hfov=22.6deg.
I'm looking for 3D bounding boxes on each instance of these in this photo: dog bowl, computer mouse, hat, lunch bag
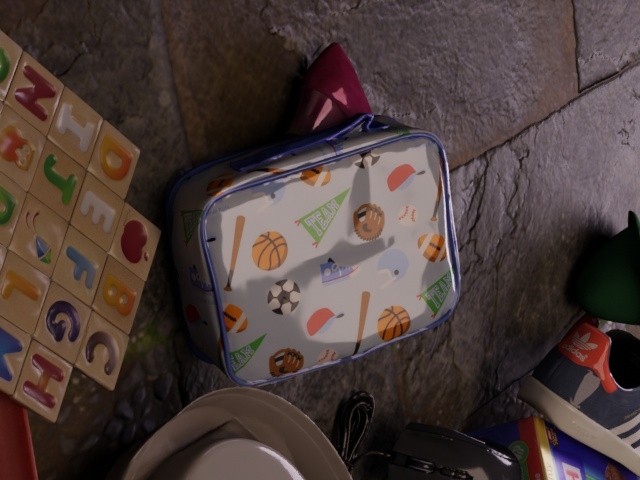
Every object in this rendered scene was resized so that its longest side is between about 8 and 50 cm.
[{"bbox_3d":[-0.085,0.323,1.572,0.349,0.102,0.349,29,51,-44],"label":"dog bowl"},{"bbox_3d":[0.120,0.297,1.849,0.262,0.060,0.184,23,82,-23],"label":"computer mouse"},{"bbox_3d":[0.348,0.067,2.150,0.208,0.183,0.173,-91,170,-60],"label":"hat"},{"bbox_3d":[0.000,0.000,1.628,0.303,0.115,0.243,-19,111,-24],"label":"lunch bag"}]

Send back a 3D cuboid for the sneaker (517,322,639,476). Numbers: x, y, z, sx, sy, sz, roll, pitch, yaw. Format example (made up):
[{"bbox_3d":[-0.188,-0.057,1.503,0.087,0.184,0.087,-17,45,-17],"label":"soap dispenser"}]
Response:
[{"bbox_3d":[0.390,0.203,2.076,0.148,0.131,0.350,-56,146,2],"label":"sneaker"}]

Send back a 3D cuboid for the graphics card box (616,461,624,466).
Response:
[{"bbox_3d":[0.501,0.421,2.343,0.233,0.094,0.371,22,83,-48],"label":"graphics card box"}]

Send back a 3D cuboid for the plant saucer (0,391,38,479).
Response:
[{"bbox_3d":[-0.337,0.147,1.289,0.258,0.048,0.259,32,31,-47],"label":"plant saucer"}]

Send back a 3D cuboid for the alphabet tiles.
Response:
[{"bbox_3d":[-0.265,-0.017,1.400,0.342,0.011,0.285,42,52,-44],"label":"alphabet tiles"}]

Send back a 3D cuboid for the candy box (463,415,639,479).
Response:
[{"bbox_3d":[0.318,0.395,2.032,0.317,0.122,0.268,31,45,-47],"label":"candy box"}]

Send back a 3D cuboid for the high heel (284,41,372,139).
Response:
[{"bbox_3d":[0.057,-0.107,1.751,0.244,0.082,0.117,36,70,-37],"label":"high heel"}]
